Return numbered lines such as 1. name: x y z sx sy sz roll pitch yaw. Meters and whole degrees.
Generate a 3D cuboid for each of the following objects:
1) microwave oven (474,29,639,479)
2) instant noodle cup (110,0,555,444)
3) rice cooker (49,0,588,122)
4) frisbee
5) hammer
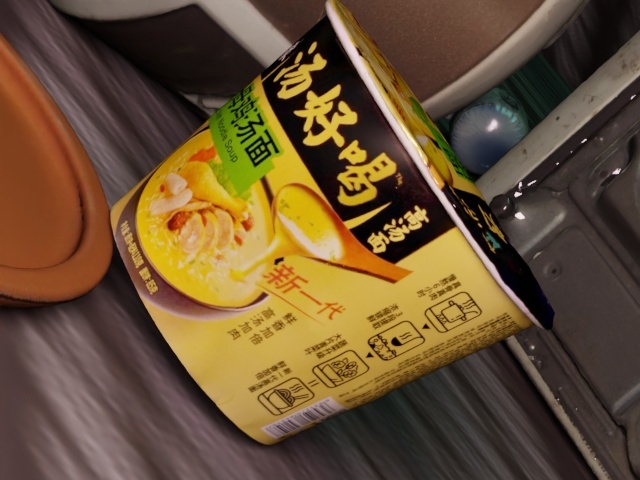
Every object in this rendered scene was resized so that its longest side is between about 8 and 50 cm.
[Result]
1. microwave oven: 0.316 -0.012 1.112 0.247 0.394 0.333 34 18 -44
2. instant noodle cup: 0.000 0.000 0.671 0.151 0.122 0.151 56 6 -8
3. rice cooker: -0.027 -0.238 0.887 0.325 0.335 0.335 38 16 -40
4. frisbee: -0.169 -0.070 0.610 0.251 0.021 0.251 45 14 -14
5. hammer: 0.097 -0.134 1.521 0.194 0.069 0.116 38 15 -3
